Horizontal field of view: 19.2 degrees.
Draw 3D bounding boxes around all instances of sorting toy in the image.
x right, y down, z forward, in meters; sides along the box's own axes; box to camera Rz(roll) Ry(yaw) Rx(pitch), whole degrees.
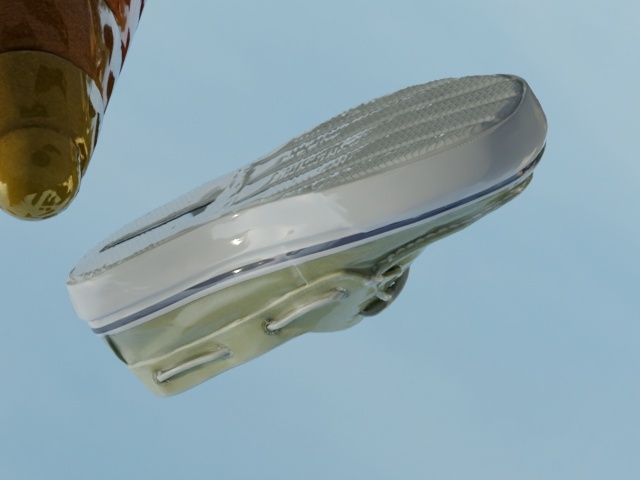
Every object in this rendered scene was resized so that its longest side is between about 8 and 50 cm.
[{"bbox_3d":[-0.211,-0.024,0.531,0.365,0.127,0.126,-13,-137,-12],"label":"sorting toy"}]

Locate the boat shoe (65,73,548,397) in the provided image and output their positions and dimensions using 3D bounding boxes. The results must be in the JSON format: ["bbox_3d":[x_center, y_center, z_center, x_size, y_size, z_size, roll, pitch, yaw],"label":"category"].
[{"bbox_3d":[0.000,0.000,1.008,0.094,0.302,0.109,56,-144,-19],"label":"boat shoe"}]
